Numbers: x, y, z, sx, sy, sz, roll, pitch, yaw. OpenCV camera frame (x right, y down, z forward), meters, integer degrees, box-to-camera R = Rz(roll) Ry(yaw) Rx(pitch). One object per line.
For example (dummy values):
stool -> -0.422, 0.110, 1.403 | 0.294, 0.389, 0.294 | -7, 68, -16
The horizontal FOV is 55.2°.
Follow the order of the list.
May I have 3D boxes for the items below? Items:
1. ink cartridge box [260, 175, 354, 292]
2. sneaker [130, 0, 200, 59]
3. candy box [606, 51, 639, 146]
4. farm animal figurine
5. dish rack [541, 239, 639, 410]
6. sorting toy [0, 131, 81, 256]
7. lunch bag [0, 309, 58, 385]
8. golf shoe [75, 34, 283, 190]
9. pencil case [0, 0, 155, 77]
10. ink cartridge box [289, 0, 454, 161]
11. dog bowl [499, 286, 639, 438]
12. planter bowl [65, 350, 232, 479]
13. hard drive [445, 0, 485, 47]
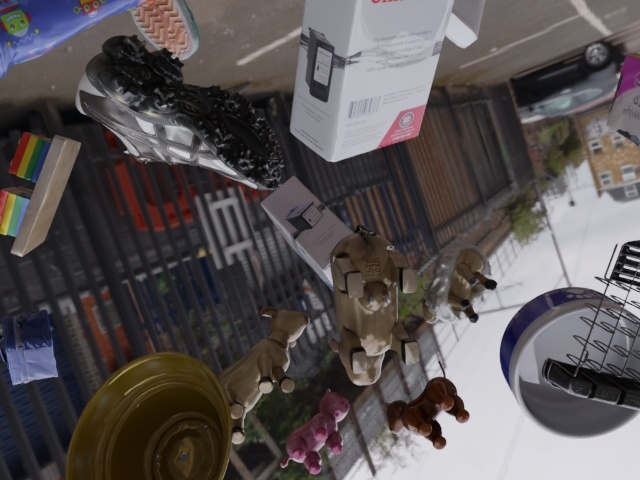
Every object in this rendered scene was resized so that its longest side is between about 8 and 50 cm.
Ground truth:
ink cartridge box -> 0.000, 0.000, 1.037 | 0.082, 0.190, 0.140 | -41, 144, -7
sneaker -> -0.299, -0.474, 1.097 | 0.108, 0.302, 0.121 | -22, -163, 33
candy box -> 0.380, -0.094, 0.485 | 0.233, 0.071, 0.159 | 2, -153, -5
farm animal figurine -> 0.036, 0.132, 0.823 | 0.330, 0.327, 0.172 | 11, -168, -15
dish rack -> 0.486, 0.130, 0.938 | 0.208, 0.272, 0.074 | 14, -169, -11
sorting toy -> -0.627, -0.115, 1.340 | 0.089, 0.256, 0.257 | 21, -179, -17
lunch bag -> -0.390, 0.141, 0.812 | 0.065, 0.099, 0.067 | -10, -140, -25
golf shoe -> -0.121, -0.100, 0.550 | 0.093, 0.077, 0.198 | -22, 137, 40
pencil case -> -0.363, -0.337, 0.850 | 0.133, 0.119, 0.306 | 8, -139, 39
ink cartridge box -> 0.041, -0.154, 0.505 | 0.109, 0.151, 0.063 | -21, -133, -34
dog bowl -> 0.473, 0.223, 1.130 | 0.264, 0.265, 0.104 | -19, -165, 5
planter bowl -> -0.180, 0.248, 0.718 | 0.217, 0.217, 0.090 | -18, 146, 13
hard drive -> 0.217, -0.543, 1.120 | 0.047, 0.233, 0.353 | -30, -145, 51
